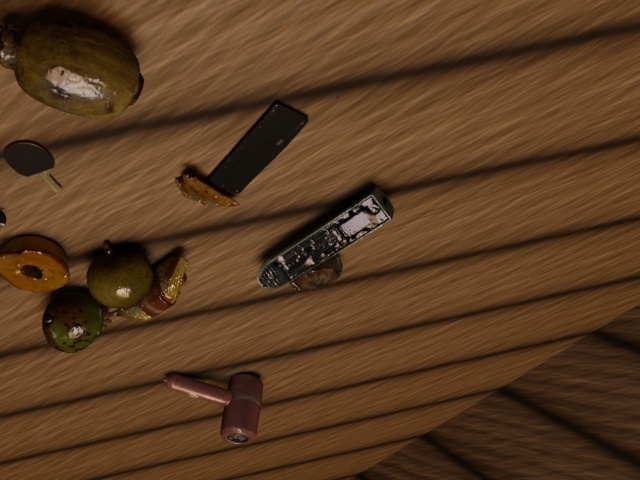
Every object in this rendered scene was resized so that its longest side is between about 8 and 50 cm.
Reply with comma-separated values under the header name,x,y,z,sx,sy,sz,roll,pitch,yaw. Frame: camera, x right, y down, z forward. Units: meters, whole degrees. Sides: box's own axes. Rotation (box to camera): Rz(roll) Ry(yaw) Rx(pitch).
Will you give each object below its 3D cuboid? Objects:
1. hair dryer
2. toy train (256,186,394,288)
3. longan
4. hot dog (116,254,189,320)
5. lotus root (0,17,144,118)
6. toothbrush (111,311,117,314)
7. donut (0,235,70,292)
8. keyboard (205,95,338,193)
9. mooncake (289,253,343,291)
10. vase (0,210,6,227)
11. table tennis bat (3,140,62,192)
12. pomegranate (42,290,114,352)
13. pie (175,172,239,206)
name,x,y,z,sx,sy,sz,roll,pitch,yaw
hair dryer,-0.367,0.537,2.307,0.352,0.210,0.125,22,138,-20
toy train,0.000,0.000,1.767,0.407,0.088,0.086,-32,106,24
longan,-0.493,0.083,1.686,0.154,0.145,0.176,-20,108,-29
hot dog,-0.415,0.130,1.780,0.261,0.123,0.093,-31,132,29
lotus root,-0.438,-0.298,1.165,0.278,0.154,0.154,16,135,-31
toothbrush,-0.564,0.199,1.919,0.131,0.013,0.011,-26,148,12
donut,-0.682,0.054,1.641,0.162,0.065,0.178,-7,145,-1
keyboard,-0.108,-0.223,1.482,0.103,0.041,0.381,19,140,-38
mooncake,-0.014,0.095,1.895,0.130,0.073,0.125,2,144,-38
vase,-0.734,-0.063,1.431,0.120,0.120,0.183,-19,158,8
table tennis bat,-0.590,-0.151,1.432,0.087,0.013,0.156,-18,144,5
pomegranate,-0.633,0.212,1.807,0.159,0.159,0.205,-32,166,24
pie,-0.270,-0.110,1.571,0.092,0.034,0.170,-9,154,28
